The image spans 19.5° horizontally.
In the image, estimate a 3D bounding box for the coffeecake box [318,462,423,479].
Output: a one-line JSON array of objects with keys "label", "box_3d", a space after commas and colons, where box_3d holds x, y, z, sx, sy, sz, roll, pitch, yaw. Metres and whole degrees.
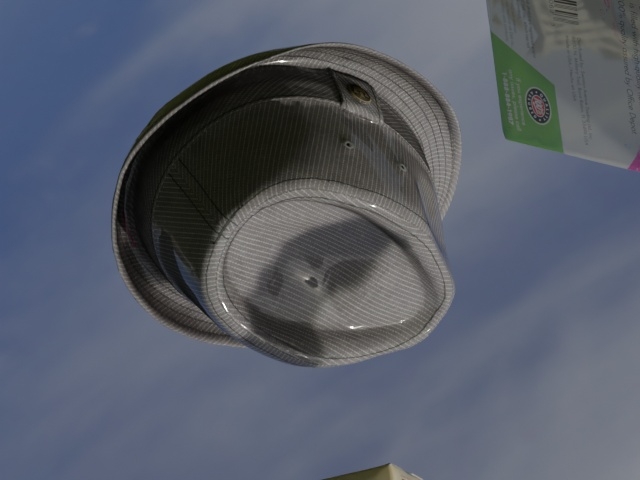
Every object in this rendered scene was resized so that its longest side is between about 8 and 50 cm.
[{"label": "coffeecake box", "box_3d": [-0.005, 0.222, 0.950, 0.142, 0.068, 0.185, -15, -109, 15]}]

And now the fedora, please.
[{"label": "fedora", "box_3d": [0.000, 0.000, 1.233, 0.243, 0.275, 0.124, -49, -138, 13]}]

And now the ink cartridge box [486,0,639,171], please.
[{"label": "ink cartridge box", "box_3d": [0.306, -0.160, 1.496, 0.353, 0.207, 0.119, 18, -141, 42]}]
